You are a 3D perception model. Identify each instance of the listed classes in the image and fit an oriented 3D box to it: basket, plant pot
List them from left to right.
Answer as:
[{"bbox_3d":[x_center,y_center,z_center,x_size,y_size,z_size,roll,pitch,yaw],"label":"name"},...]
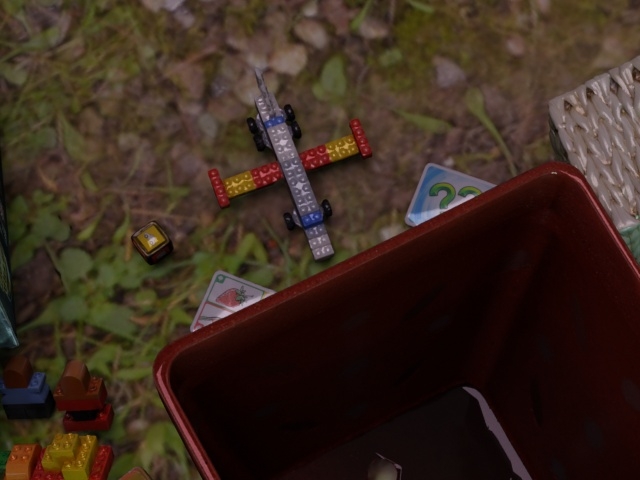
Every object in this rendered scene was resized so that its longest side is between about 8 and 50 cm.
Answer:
[{"bbox_3d":[0.075,0.158,1.038,0.267,0.235,0.267,-25,73,-15],"label":"plant pot"},{"bbox_3d":[0.212,-0.041,1.152,0.103,0.167,0.113,-21,70,3],"label":"basket"}]

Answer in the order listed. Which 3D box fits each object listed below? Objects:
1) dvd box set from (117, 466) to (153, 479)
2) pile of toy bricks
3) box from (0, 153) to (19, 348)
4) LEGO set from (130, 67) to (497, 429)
[{"bbox_3d":[-0.107,0.383,1.049,0.308,0.062,0.420,-38,62,-8],"label":"dvd box set"},{"bbox_3d":[-0.240,0.107,1.150,0.212,0.105,0.118,-3,37,12],"label":"pile of toy bricks"},{"bbox_3d":[-0.356,-0.008,1.181,0.293,0.073,0.295,-16,43,-2],"label":"box"},{"bbox_3d":[0.000,0.000,1.212,0.244,0.060,0.182,21,73,9],"label":"LEGO set"}]
